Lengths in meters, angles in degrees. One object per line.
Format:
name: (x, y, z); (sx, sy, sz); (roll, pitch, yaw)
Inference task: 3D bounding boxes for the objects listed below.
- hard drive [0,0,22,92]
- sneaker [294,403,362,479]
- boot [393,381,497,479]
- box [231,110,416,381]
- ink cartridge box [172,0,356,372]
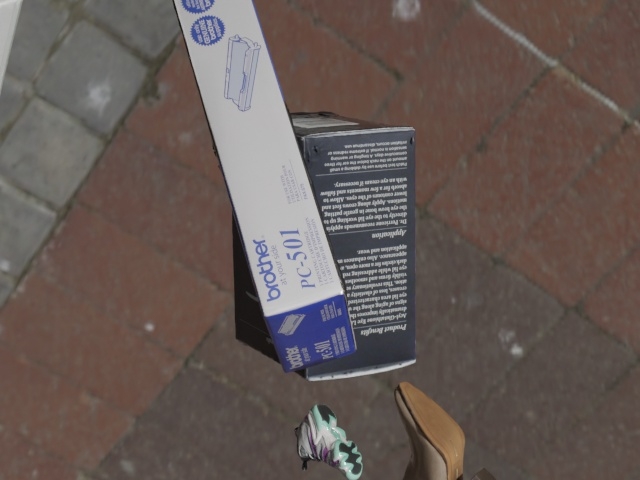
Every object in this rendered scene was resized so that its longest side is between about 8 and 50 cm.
hard drive: (-0.357, -0.176, 1.216); (0.203, 0.040, 0.307); (50, 142, 16)
sneaker: (0.003, 0.237, 1.504); (0.038, 0.098, 0.069); (12, 128, -45)
boot: (0.070, 0.168, 0.934); (0.118, 0.042, 0.087); (51, 121, 25)
box: (0.000, 0.000, 1.172); (0.108, 0.153, 0.207); (-7, 103, -26)
ink cartridge box: (-0.032, -0.040, 0.756); (0.046, 0.207, 0.097); (-17, 156, -2)
